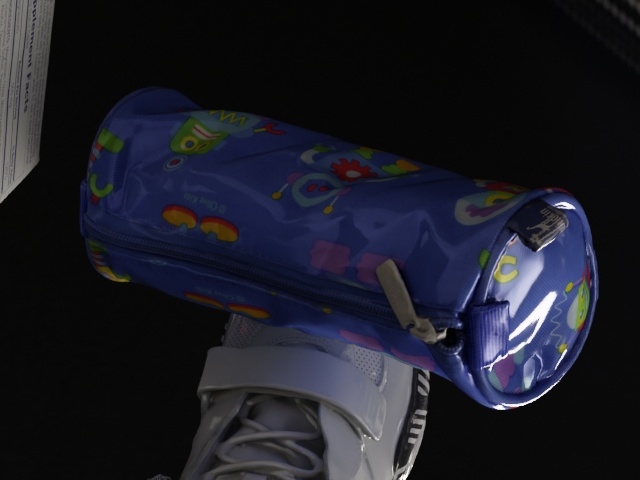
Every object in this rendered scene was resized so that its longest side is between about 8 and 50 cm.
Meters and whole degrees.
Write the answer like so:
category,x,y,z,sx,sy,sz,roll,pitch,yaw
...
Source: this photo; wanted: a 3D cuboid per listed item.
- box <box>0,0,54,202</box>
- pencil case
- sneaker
category,x,y,z,sx,sy,sz,roll,pitch,yaw
box,-0.191,-0.075,0.738,0.072,0.126,0.137,16,-150,7
pencil case,0.000,0.000,0.826,0.133,0.306,0.119,-22,-58,-50
sneaker,-0.021,0.126,0.854,0.137,0.210,0.366,4,-107,10
